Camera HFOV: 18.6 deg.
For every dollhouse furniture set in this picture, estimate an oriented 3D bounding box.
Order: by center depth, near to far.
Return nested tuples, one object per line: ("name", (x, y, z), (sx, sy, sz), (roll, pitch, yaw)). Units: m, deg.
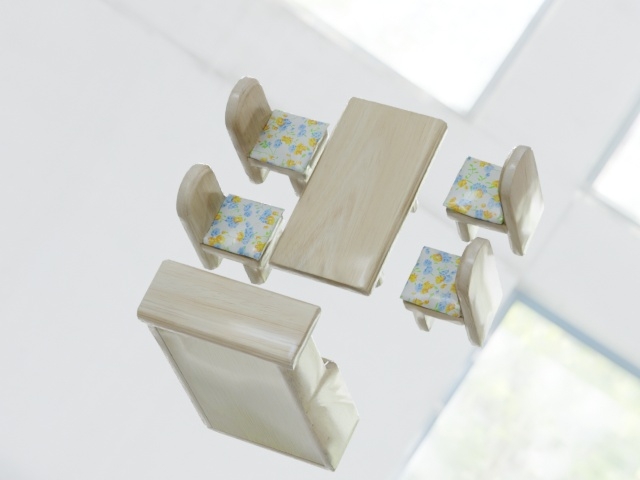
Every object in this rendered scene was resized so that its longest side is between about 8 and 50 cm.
("dollhouse furniture set", (0.000, 0.000, 1.274), (0.212, 0.242, 0.161), (16, -25, 22))
